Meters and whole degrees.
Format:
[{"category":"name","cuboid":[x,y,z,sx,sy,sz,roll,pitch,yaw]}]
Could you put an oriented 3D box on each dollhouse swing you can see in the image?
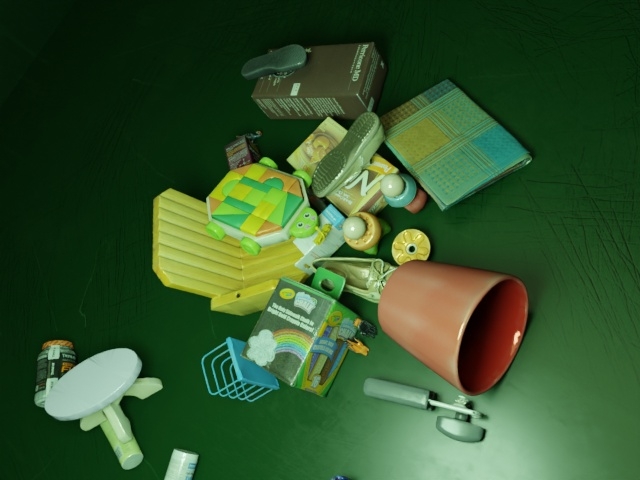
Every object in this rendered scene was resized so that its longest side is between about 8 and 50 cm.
[{"category":"dollhouse swing","cuboid":[-0.238,-0.014,1.550,0.316,0.305,0.346,-19,60,19]}]

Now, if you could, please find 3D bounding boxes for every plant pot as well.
[{"category":"plant pot","cuboid":[0.279,0.165,1.239,0.243,0.275,0.274,22,79,44]}]

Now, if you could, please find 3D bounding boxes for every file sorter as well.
[{"category":"file sorter","cuboid":[-0.208,0.340,1.456,0.105,0.170,0.118,-33,57,15]}]

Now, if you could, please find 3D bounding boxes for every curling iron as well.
[{"category":"curling iron","cuboid":[-0.005,-0.109,1.625,0.035,0.068,0.274,-44,61,2]}]

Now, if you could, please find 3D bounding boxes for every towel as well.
[{"category":"towel","cuboid":[0.336,-0.264,1.496,0.272,0.040,0.370,-30,54,-5]}]

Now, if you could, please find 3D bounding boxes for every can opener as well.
[{"category":"can opener","cuboid":[0.227,0.373,1.270,0.281,0.074,0.093,10,74,31]}]

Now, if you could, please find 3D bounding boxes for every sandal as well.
[{"category":"sandal","cuboid":[-0.132,-0.538,1.728,0.255,0.054,0.097,4,63,39]}]

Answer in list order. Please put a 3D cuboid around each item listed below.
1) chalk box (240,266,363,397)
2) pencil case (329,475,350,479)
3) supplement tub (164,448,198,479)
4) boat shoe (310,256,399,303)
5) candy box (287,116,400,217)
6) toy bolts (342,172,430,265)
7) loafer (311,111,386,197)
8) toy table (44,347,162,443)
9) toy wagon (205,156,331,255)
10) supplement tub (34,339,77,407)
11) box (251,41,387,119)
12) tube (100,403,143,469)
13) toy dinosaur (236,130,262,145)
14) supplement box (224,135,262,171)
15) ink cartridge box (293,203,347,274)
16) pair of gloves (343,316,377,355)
[{"category":"chalk box","cuboid":[-0.028,0.213,1.415,0.180,0.179,0.288,22,78,34]},{"category":"pencil case","cuboid":[-0.021,0.656,1.244,0.306,0.119,0.133,-46,53,1]},{"category":"supplement tub","cuboid":[-0.367,0.607,1.475,0.071,0.071,0.107,6,72,29]},{"category":"boat shoe","cuboid":[0.109,0.096,1.447,0.286,0.089,0.104,3,70,29]},{"category":"candy box","cuboid":[0.069,-0.196,1.603,0.183,0.087,0.316,-46,56,2]},{"category":"toy bolts","cuboid":[0.182,-0.055,1.410,0.218,0.158,0.228,29,95,29]},{"category":"loafer","cuboid":[0.082,-0.213,1.498,0.268,0.092,0.101,-48,47,20]},{"category":"toy table","cuboid":[-0.601,0.433,1.590,0.275,0.160,0.252,-21,43,5]},{"category":"toy wagon","cuboid":[-0.130,-0.086,1.475,0.345,0.068,0.267,22,63,27]},{"category":"supplement tub","cuboid":[-0.830,0.419,1.773,0.117,0.117,0.190,-21,61,18]},{"category":"box","cuboid":[-0.005,-0.486,1.745,0.382,0.143,0.191,7,71,28]},{"category":"tube","cuboid":[-0.583,0.549,1.627,0.240,0.070,0.062,40,133,39]},{"category":"toy dinosaur","cuboid":[-0.235,-0.346,1.859,0.082,0.047,0.090,-23,47,-5]},{"category":"supplement box","cuboid":[-0.223,-0.217,1.754,0.081,0.104,0.188,-27,58,14]},{"category":"ink cartridge box","cuboid":[0.000,0.000,1.510,0.181,0.104,0.061,-45,59,4]},{"category":"pair of gloves","cuboid":[0.100,0.240,1.405,0.083,0.074,0.010,-62,20,-10]}]
